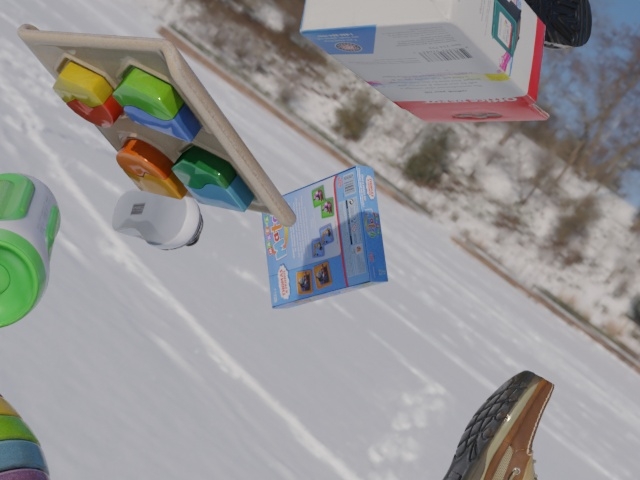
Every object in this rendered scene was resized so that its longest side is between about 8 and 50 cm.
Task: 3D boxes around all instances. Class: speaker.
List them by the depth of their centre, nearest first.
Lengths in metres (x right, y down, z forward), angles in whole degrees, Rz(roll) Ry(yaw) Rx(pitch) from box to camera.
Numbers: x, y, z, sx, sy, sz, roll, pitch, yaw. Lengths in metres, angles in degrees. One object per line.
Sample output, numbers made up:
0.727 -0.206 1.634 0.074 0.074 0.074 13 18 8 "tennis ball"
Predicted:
-0.392 0.003 1.214 0.131 0.131 0.296 36 8 -20 "speaker"

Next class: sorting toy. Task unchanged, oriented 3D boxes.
-0.134 -0.087 0.780 0.208 0.038 0.193 18 -26 41 "sorting toy"

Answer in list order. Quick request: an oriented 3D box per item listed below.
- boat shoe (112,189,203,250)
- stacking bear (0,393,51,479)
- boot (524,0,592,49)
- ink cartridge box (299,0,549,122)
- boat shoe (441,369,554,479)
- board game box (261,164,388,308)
-0.188 -0.020 1.219 0.076 0.080 0.228 23 -11 -30 "boat shoe"
-0.401 0.230 1.097 0.289 0.175 0.164 56 -15 27 "stacking bear"
0.248 -0.365 1.601 0.260 0.131 0.347 3 -5 45 "boot"
0.102 -0.170 0.833 0.134 0.078 0.231 3 -11 32 "ink cartridge box"
0.268 0.356 1.499 0.119 0.324 0.122 33 -4 -7 "boat shoe"
0.000 0.000 1.378 0.039 0.160 0.211 3 -14 -42 "board game box"
